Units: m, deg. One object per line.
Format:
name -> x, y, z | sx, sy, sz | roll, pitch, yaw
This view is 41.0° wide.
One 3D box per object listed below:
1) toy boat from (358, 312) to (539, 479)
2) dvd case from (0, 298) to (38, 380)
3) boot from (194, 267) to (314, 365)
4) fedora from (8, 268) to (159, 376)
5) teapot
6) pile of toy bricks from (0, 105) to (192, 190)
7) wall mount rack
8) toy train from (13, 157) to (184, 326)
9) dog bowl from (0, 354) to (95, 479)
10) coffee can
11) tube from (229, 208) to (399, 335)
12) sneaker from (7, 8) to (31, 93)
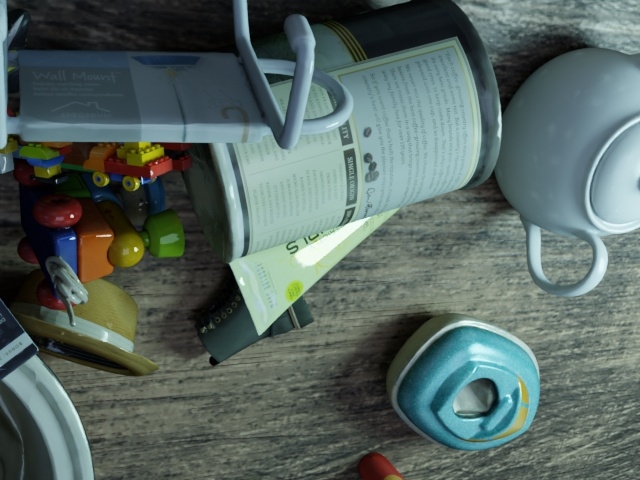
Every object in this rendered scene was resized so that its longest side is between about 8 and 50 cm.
toy boat -> 0.178, 0.263, 1.183 | 0.267, 0.148, 0.318 | 28, 102, -36
dvd case -> -0.368, 0.057, 0.715 | 0.164, 0.018, 0.221 | -40, 109, -25
boot -> -0.100, 0.057, 0.974 | 0.137, 0.077, 0.198 | -28, 126, -4
fedora -> -0.251, 0.078, 0.879 | 0.194, 0.194, 0.079 | 30, 68, -36
teapot -> 0.345, -0.095, 1.034 | 0.252, 0.187, 0.256 | -26, 127, -11
pile of toy bricks -> -0.215, -0.114, 0.755 | 0.118, 0.212, 0.105 | -38, 133, -59
wall mount rack -> -0.145, -0.185, 0.662 | 0.349, 0.304, 0.131 | -2, 130, -19
toy train -> -0.189, 0.006, 0.788 | 0.143, 0.248, 0.105 | -9, 121, -28
dog bowl -> -0.429, 0.242, 0.789 | 0.407, 0.150, 0.408 | -2, 94, -31
coffee can -> 0.007, -0.112, 0.842 | 0.275, 0.201, 0.202 | -18, 124, -17
tube -> 0.000, 0.000, 0.932 | 0.240, 0.070, 0.062 | -37, 169, -35
sneaker -> -0.278, -0.171, 0.777 | 0.035, 0.031, 0.083 | 14, 119, -39
